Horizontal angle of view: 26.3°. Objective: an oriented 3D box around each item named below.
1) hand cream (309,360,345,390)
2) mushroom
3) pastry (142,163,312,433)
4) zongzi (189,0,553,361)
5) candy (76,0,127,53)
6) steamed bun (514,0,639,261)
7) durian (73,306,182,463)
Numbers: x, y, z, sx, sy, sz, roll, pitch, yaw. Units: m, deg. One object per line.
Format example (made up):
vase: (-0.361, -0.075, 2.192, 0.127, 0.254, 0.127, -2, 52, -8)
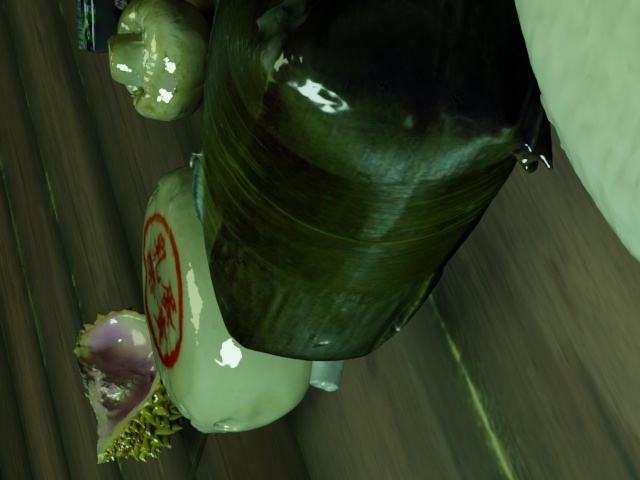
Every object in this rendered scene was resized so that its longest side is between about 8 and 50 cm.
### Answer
hand cream: (0.004, 0.000, 1.171, 0.084, 0.050, 0.257, 142, 127, -62)
mushroom: (-0.171, -0.197, 1.472, 0.148, 0.112, 0.148, 174, 90, -77)
pastry: (-0.091, 0.054, 1.310, 0.265, 0.133, 0.265, 173, 90, -71)
zongzi: (0.020, -0.164, 0.948, 0.403, 0.207, 0.432, 112, 160, -59)
candy: (-0.286, -0.398, 1.779, 0.088, 0.061, 0.312, -151, 58, -62)
steamed bun: (0.218, -0.137, 0.358, 0.374, 0.241, 0.374, 178, 90, -72)
durian: (-0.228, 0.176, 1.666, 0.182, 0.132, 0.165, -147, 63, -67)
